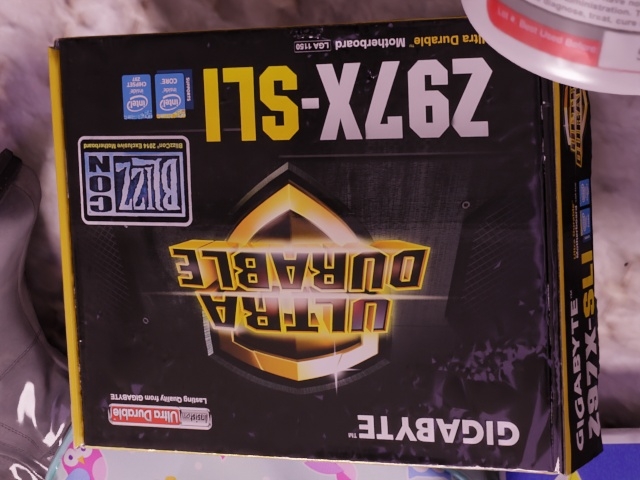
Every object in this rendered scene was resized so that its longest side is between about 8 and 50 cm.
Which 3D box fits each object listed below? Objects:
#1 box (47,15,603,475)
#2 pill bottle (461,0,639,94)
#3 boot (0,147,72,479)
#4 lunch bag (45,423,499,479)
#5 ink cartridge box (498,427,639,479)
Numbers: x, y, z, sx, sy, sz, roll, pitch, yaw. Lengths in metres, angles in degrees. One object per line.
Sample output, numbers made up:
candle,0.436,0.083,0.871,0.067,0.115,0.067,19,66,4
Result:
box,0.000,0.000,1.135,0.322,0.079,0.257,1,95,26
pill bottle,0.160,-0.225,0.902,0.161,0.161,0.283,21,130,18
boot,-0.196,0.092,1.399,0.223,0.118,0.338,31,140,1
lunch bag,-0.036,0.166,1.286,0.279,0.108,0.224,35,109,10
ink cartridge box,0.256,0.262,1.154,0.307,0.072,0.303,-5,85,33
